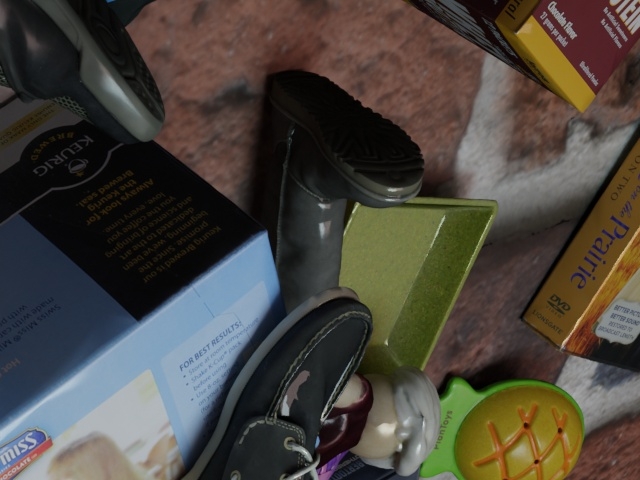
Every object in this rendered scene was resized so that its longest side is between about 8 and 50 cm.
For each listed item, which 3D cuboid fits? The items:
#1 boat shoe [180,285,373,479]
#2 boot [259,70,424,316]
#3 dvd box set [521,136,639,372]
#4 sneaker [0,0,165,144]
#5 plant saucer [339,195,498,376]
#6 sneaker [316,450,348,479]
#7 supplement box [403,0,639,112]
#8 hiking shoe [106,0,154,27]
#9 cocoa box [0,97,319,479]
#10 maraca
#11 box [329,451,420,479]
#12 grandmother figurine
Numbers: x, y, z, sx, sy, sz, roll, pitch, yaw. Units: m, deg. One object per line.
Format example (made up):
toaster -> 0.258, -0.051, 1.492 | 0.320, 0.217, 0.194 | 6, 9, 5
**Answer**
boat shoe -> -0.027, 0.138, 1.197 | 0.084, 0.079, 0.233 | 22, 101, -53
boot -> 0.002, 0.000, 1.426 | 0.076, 0.189, 0.208 | -1, 118, -26
dvd box set -> 0.402, -0.056, 1.908 | 0.307, 0.062, 0.420 | 18, 108, -54
sneaker -> -0.200, -0.117, 1.130 | 0.130, 0.087, 0.227 | -39, 122, 18
plant saucer -> 0.044, 0.036, 1.611 | 0.188, 0.045, 0.188 | 1, 119, -49
sneaker -> -0.032, 0.213, 1.625 | 0.236, 0.104, 0.095 | -36, 140, -24
supplement box -> 0.152, -0.233, 1.374 | 0.191, 0.194, 0.129 | -53, 144, -1
hiking shoe -> -0.048, -0.234, 1.241 | 0.304, 0.113, 0.132 | -22, 143, -22
cocoa box -> -0.209, 0.106, 1.227 | 0.347, 0.228, 0.231 | -37, 142, -21
maraca -> 0.170, 0.187, 1.843 | 0.185, 0.099, 0.127 | 10, 105, -25
box -> 0.000, 0.305, 1.778 | 0.183, 0.059, 0.233 | -25, 137, -35
grandmother figurine -> -0.038, 0.145, 1.506 | 0.342, 0.104, 0.208 | -1, 161, -39
